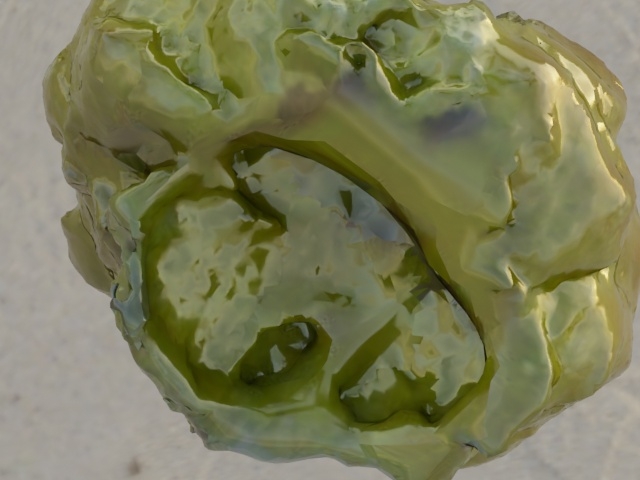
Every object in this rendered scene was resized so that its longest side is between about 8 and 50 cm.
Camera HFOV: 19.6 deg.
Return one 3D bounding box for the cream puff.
[{"bbox_3d":[-0.001,-0.001,0.768,0.282,0.282,0.185,39,61,-9],"label":"cream puff"}]
